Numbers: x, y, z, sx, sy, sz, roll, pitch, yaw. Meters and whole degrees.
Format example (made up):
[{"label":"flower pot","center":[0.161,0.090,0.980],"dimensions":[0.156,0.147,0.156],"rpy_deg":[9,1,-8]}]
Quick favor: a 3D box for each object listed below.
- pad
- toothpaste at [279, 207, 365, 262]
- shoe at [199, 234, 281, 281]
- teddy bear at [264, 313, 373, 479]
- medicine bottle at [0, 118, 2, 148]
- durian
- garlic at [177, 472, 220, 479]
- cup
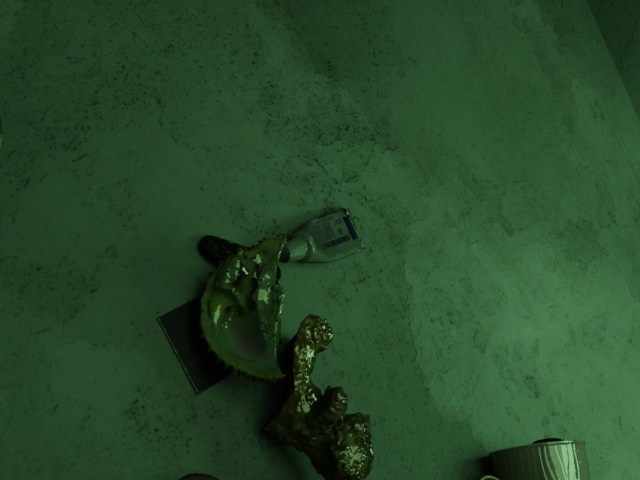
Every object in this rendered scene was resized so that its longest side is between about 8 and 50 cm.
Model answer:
[{"label":"pad","center":[-0.196,0.179,1.895],"dimensions":[0.245,0.006,0.170],"rpy_deg":[-28,90,-44]},{"label":"toothpaste","center":[0.000,-0.002,2.114],"dimensions":[0.282,0.068,0.099],"rpy_deg":[-19,114,-53]},{"label":"shoe","center":[-0.169,0.046,1.955],"dimensions":[0.179,0.049,0.071],"rpy_deg":[22,40,-11]},{"label":"teddy bear","center":[0.019,0.319,1.866],"dimensions":[0.222,0.246,0.296],"rpy_deg":[18,67,-3]},{"label":"medicine bottle","center":[-0.637,-0.170,1.594],"dimensions":[0.168,0.135,0.135],"rpy_deg":[9,65,-37]},{"label":"durian","center":[-0.139,0.128,1.847],"dimensions":[0.172,0.166,0.306],"rpy_deg":[21,66,-29]},{"label":"garlic","center":[-0.174,0.510,1.636],"dimensions":[0.245,0.160,0.245],"rpy_deg":[54,18,-26]},{"label":"cup","center":[0.491,0.593,2.149],"dimensions":[0.288,0.208,0.273],"rpy_deg":[8,67,-39]}]
